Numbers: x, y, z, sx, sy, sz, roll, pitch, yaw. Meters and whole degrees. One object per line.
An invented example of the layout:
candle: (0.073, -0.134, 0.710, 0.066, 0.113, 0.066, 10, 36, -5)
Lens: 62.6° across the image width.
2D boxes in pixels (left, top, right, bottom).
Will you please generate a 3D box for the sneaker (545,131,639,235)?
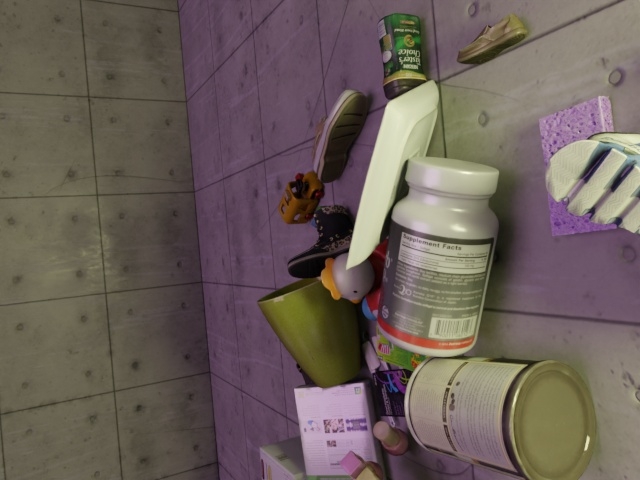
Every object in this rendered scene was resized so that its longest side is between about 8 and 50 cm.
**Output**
sneaker: (0.474, -0.057, 0.706, 0.315, 0.182, 0.127, 40, 137, 14)

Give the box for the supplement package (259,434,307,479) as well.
supplement package: (-0.051, 0.750, 1.696, 0.262, 0.204, 0.145, -3, 92, 61)

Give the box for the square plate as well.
square plate: (0.165, -0.143, 1.111, 0.049, 0.344, 0.347, 21, 120, 16)

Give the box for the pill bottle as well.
pill bottle: (0.237, 0.027, 1.054, 0.210, 0.210, 0.363, 31, 119, 56)

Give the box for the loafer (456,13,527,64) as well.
loafer: (0.322, -0.379, 1.000, 0.148, 0.056, 0.050, -12, 83, 51)

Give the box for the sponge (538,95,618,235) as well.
sponge: (0.428, -0.118, 0.869, 0.117, 0.031, 0.210, -10, 86, 61)

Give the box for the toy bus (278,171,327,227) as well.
toy bus: (-0.067, -0.143, 1.686, 0.191, 0.104, 0.202, 9, 103, 60)

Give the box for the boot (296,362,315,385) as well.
boot: (-0.024, 0.411, 1.711, 0.263, 0.091, 0.229, -57, 47, 51)

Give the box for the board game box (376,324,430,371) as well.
board game box: (0.212, 0.264, 1.296, 0.181, 0.043, 0.092, 3, 97, 57)

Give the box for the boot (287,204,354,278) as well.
boot: (0.001, 0.001, 1.475, 0.085, 0.236, 0.179, 81, 167, -48)

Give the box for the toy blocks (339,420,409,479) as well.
toy blocks: (0.164, 0.648, 1.254, 0.288, 0.309, 0.260, 43, 173, 41)

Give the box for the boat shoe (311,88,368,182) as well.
boat shoe: (0.035, -0.301, 1.468, 0.103, 0.113, 0.302, 59, 143, 30)

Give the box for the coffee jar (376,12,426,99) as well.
coffee jar: (0.185, -0.411, 1.196, 0.079, 0.096, 0.185, -7, 89, 64)

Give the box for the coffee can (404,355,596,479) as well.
coffee can: (0.315, 0.315, 0.966, 0.275, 0.201, 0.202, -17, 80, 61)

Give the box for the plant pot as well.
plant pot: (-0.001, 0.258, 1.506, 0.274, 0.274, 0.294, -19, 93, 60)

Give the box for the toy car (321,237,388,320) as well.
toy car: (0.105, 0.105, 1.277, 0.219, 0.237, 0.210, -29, 69, 59)

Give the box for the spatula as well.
spatula: (0.186, 0.362, 1.403, 0.168, 0.019, 0.242, -50, 52, 45)

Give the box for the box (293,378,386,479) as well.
box: (0.056, 0.570, 1.506, 0.232, 0.058, 0.322, -12, 81, 25)

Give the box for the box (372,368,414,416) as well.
box: (0.199, 0.388, 1.341, 0.162, 0.029, 0.116, -27, 70, 55)
